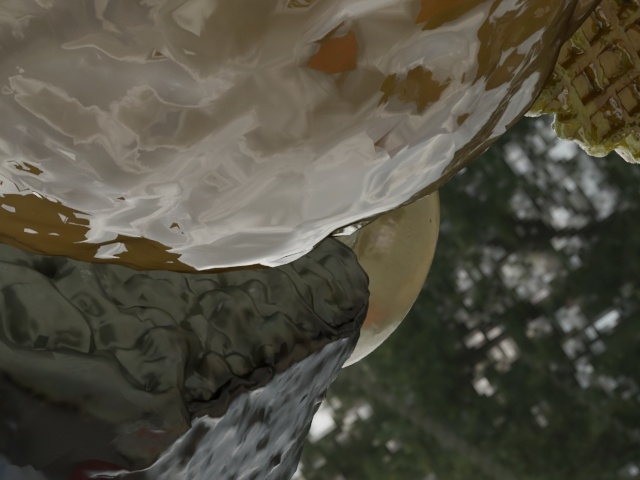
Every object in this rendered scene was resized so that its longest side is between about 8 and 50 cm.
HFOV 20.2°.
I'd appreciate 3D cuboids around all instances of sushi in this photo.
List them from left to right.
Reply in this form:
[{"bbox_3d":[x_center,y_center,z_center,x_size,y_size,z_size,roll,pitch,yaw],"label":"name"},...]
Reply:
[{"bbox_3d":[-0.128,0.068,0.900,0.234,0.207,0.348,33,-156,21],"label":"sushi"}]

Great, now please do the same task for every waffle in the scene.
[{"bbox_3d":[0.262,-0.186,1.541,0.243,0.059,0.237,14,-96,-29],"label":"waffle"}]

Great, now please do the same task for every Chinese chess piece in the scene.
[{"bbox_3d":[0.000,0.000,1.795,0.102,0.273,0.273,26,-143,-33],"label":"Chinese chess piece"}]

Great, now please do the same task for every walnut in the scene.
[{"bbox_3d":[-0.040,-0.146,0.479,0.333,0.333,0.333,37,-149,-27],"label":"walnut"}]
